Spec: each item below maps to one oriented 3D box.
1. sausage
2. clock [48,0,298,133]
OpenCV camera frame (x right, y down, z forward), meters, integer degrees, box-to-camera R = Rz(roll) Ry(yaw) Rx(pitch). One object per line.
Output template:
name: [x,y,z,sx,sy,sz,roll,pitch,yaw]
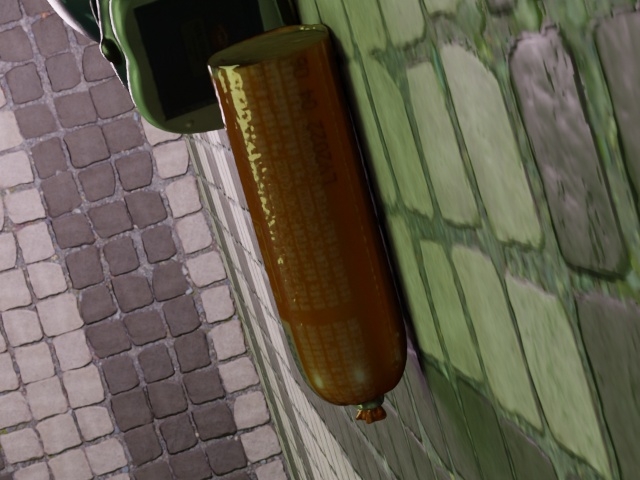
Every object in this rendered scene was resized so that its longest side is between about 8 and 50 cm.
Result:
sausage: [0.000,0.000,0.795,0.071,0.071,0.234,-124,19,-69]
clock: [-0.106,-0.182,0.921,0.243,0.146,0.200,53,165,51]
